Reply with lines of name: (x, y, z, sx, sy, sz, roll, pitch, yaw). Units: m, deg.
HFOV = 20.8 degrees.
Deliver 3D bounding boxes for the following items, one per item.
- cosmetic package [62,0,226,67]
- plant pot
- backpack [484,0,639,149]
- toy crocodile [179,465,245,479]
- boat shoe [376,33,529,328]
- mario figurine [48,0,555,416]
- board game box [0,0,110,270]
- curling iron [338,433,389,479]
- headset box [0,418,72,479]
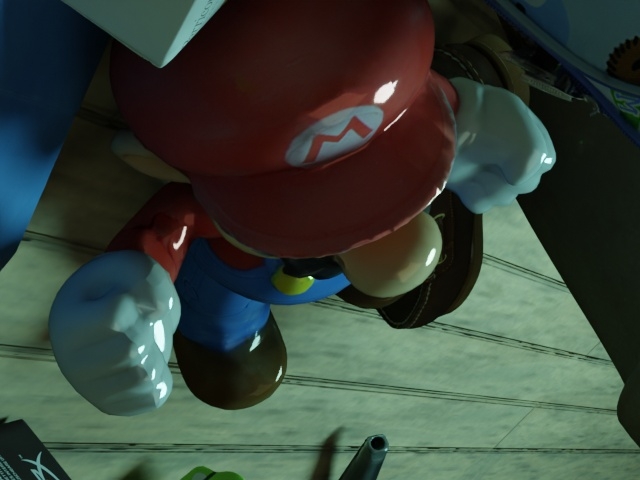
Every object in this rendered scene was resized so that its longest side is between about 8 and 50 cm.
cosmetic package: (0.000, -0.163, 0.472, 0.239, 0.060, 0.099, -55, 178, 42)
plant pot: (0.215, -0.029, 0.961, 0.263, 0.229, 0.263, -37, 159, -17)
backpack: (0.161, -0.138, 0.573, 0.276, 0.263, 0.213, -54, 167, 29)
toy crocodile: (-0.168, 0.255, 1.002, 0.340, 0.105, 0.115, -37, 159, -16)
boat shoe: (0.046, -0.021, 0.903, 0.073, 0.073, 0.207, -29, 149, -29)
mario figurine: (0.000, 0.000, 0.696, 0.320, 0.170, 0.198, 92, 14, -73)
board game box: (-0.114, -0.053, 0.572, 0.133, 0.033, 0.169, 5, 109, -80)
curling iron: (0.023, 0.206, 1.360, 0.068, 0.035, 0.274, -39, 161, -22)
headset box: (-0.248, 0.208, 0.752, 0.218, 0.110, 0.293, -53, 158, 25)
